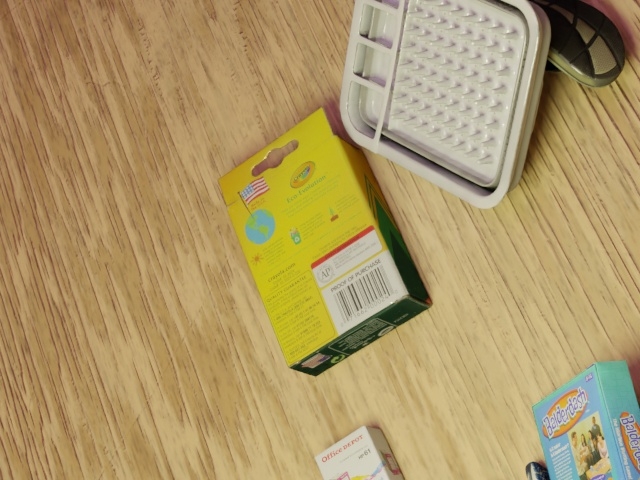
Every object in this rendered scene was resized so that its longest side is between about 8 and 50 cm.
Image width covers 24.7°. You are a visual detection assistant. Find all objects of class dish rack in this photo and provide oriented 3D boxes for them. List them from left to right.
[{"bbox_3d":[0.167,-0.221,1.911,0.333,0.072,0.285,33,123,43],"label":"dish rack"}]

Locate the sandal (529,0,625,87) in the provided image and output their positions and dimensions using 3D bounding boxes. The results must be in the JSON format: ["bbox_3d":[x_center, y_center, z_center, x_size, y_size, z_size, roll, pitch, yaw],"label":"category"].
[{"bbox_3d":[0.280,-0.273,1.920,0.303,0.120,0.086,38,140,40],"label":"sandal"}]

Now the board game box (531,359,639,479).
[{"bbox_3d":[0.326,0.265,1.705,0.160,0.047,0.210,130,133,-58],"label":"board game box"}]

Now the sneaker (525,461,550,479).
[{"bbox_3d":[0.263,0.337,1.773,0.058,0.052,0.135,-25,64,28],"label":"sneaker"}]

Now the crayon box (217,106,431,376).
[{"bbox_3d":[0.000,0.000,2.014,0.202,0.081,0.318,-32,62,20],"label":"crayon box"}]

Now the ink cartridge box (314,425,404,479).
[{"bbox_3d":[0.058,0.316,1.905,0.088,0.052,0.122,-35,59,19],"label":"ink cartridge box"}]

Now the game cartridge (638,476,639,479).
[{"bbox_3d":[0.527,0.182,1.568,0.285,0.052,0.323,8,49,34],"label":"game cartridge"}]
